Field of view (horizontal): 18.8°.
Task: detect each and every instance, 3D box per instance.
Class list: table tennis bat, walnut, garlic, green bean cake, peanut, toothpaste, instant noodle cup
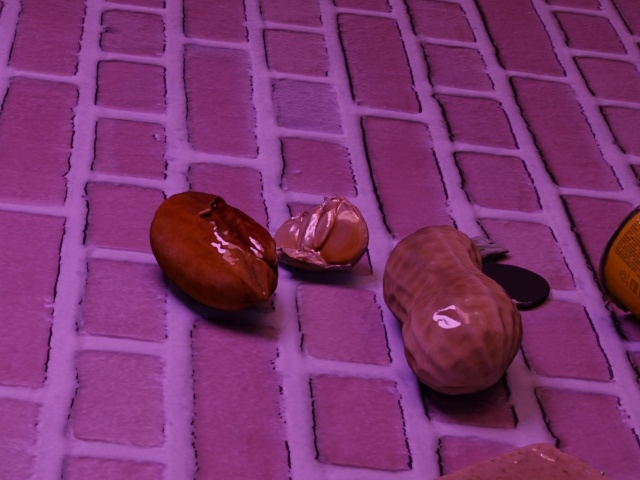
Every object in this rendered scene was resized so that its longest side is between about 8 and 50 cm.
[{"bbox_3d":[0.206,0.058,2.228,0.095,0.014,0.158,21,26,22],"label":"table tennis bat"},{"bbox_3d":[-0.112,0.014,2.108,0.116,0.115,0.207,-8,31,-32],"label":"walnut"},{"bbox_3d":[0.001,-0.002,2.217,0.113,0.074,0.094,9,60,12],"label":"garlic"},{"bbox_3d":[0.175,0.253,1.732,0.179,0.085,0.109,-13,33,-37],"label":"green bean cake"},{"bbox_3d":[0.140,0.068,2.070,0.136,0.120,0.298,27,19,-20],"label":"peanut"},{"bbox_3d":[0.150,0.023,2.267,0.048,0.029,0.197,27,28,32],"label":"toothpaste"},{"bbox_3d":[0.422,0.050,2.152,0.182,0.182,0.144,-3,38,-24],"label":"instant noodle cup"}]
